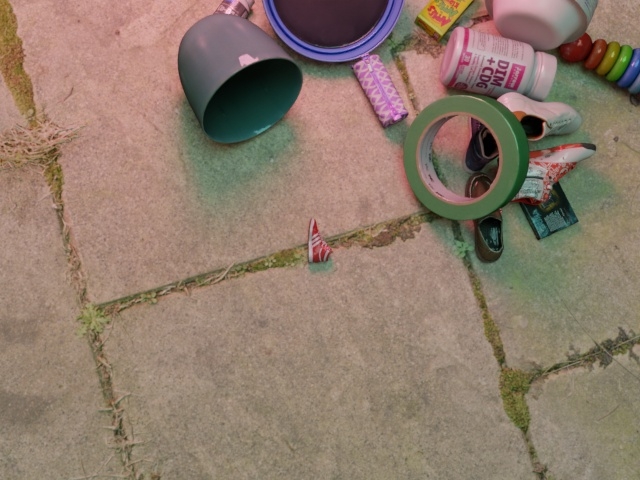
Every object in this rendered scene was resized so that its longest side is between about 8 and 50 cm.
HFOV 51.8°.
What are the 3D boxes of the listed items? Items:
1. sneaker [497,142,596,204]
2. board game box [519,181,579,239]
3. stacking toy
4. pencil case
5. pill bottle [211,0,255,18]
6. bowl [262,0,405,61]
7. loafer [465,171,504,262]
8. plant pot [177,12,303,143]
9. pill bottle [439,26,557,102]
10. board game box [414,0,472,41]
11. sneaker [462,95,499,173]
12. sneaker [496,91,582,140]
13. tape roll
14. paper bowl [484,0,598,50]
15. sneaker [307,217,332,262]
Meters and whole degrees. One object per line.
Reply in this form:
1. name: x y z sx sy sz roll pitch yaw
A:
1. sneaker: 0.622 -0.176 1.791 0.270 0.090 0.144 -9 83 -3
2. board game box: 0.621 -0.109 1.838 0.126 0.026 0.186 -24 84 -8
3. stacking toy: 0.841 -0.508 1.877 0.331 0.141 0.141 24 80 6
4. pencil case: 0.166 -0.414 1.813 0.086 0.088 0.206 -28 86 -6
5. pill bottle: -0.244 -0.624 1.813 0.078 0.078 0.137 33 80 0
6. bowl: 0.034 -0.680 1.766 0.392 0.077 0.390 -3 112 -7
7. loafer: 0.457 -0.068 1.786 0.095 0.087 0.251 -9 82 -6
8. plant pot: -0.229 -0.435 1.690 0.293 0.293 0.235 -31 71 -9
9. pill bottle: 0.486 -0.476 1.813 0.283 0.160 0.160 13 81 -3
10. board game box: 0.363 -0.669 1.891 0.092 0.043 0.181 40 80 1
11. sneaker: 0.455 -0.307 1.786 0.086 0.163 0.226 11 79 -2
12. sneaker: 0.602 -0.308 1.789 0.290 0.106 0.123 5 54 -26
13. tape roll: 0.370 -0.214 1.701 0.077 0.321 0.321 -18 81 -50
14. paper bowl: 0.585 -0.624 1.782 0.284 0.284 0.148 26 82 -1
15. sneaker: 0.000 0.000 1.758 0.067 0.042 0.118 1 89 -1
